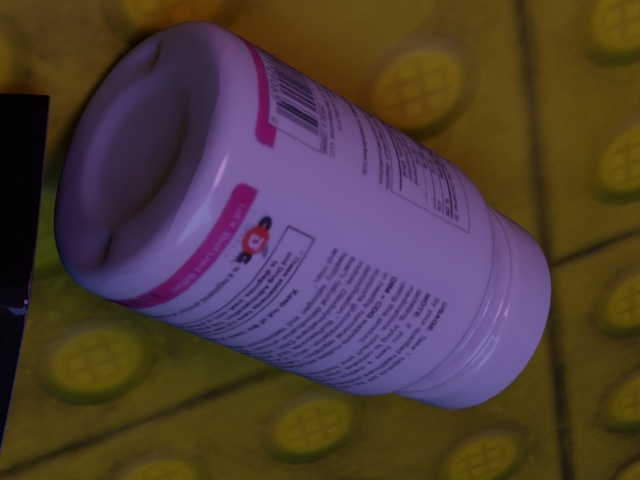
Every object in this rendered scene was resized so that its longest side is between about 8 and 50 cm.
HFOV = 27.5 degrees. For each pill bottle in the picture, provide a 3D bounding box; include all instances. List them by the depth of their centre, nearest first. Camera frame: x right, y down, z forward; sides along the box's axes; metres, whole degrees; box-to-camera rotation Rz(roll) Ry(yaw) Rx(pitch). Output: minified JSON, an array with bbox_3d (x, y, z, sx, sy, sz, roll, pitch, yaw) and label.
[{"bbox_3d":[0.000,0.000,0.780,0.283,0.160,0.160,26,115,-37],"label":"pill bottle"}]

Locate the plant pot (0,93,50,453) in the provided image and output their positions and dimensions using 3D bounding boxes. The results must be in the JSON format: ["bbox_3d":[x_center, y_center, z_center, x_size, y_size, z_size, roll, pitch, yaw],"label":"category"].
[{"bbox_3d":[-0.245,0.030,0.697,0.167,0.187,0.188,10,126,-16],"label":"plant pot"}]
